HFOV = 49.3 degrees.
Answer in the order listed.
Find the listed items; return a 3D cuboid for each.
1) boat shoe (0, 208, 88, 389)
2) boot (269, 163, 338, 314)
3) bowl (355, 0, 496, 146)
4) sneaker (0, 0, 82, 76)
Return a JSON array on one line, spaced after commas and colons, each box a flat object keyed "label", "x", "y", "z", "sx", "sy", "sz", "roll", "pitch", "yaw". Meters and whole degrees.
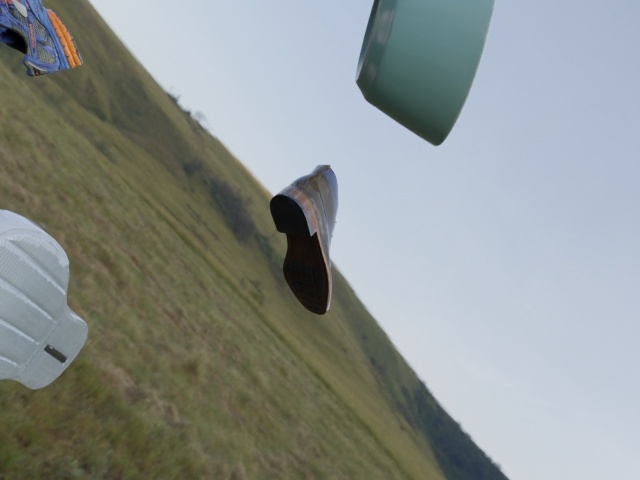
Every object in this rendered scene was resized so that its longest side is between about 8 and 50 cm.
[{"label": "boat shoe", "x": -0.260, "y": 0.050, "z": 0.547, "sx": 0.094, "sy": 0.109, "sz": 0.302, "roll": 32, "pitch": -25, "yaw": 3}, {"label": "boot", "x": 0.000, "y": 0.000, "z": 0.986, "sx": 0.082, "sy": 0.106, "sz": 0.219, "roll": 15, "pitch": -46, "yaw": 29}, {"label": "bowl", "x": 0.157, "y": -0.324, "z": 1.144, "sx": 0.163, "sy": 0.311, "sz": 0.311, "roll": 13, "pitch": -12, "yaw": -5}, {"label": "sneaker", "x": -0.442, "y": -0.330, "z": 1.012, "sx": 0.221, "sy": 0.087, "sz": 0.083, "roll": 52, "pitch": -18, "yaw": 9}]
